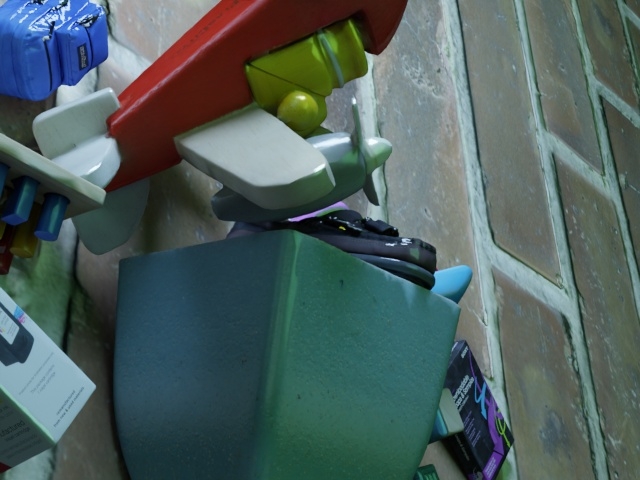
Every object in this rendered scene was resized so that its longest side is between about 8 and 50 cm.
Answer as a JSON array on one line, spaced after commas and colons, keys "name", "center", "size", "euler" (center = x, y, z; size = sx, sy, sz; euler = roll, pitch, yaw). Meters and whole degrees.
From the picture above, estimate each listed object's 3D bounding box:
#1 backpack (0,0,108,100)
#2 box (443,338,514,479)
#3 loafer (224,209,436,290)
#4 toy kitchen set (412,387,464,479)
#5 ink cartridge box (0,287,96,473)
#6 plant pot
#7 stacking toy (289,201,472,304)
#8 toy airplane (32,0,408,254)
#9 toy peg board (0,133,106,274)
[{"name": "backpack", "center": [-0.274, -0.196, 1.198], "size": [0.120, 0.101, 0.098], "euler": [-49, 144, -48]}, {"name": "box", "center": [0.194, 0.224, 1.568], "size": [0.162, 0.029, 0.116], "euler": [62, 33, -12]}, {"name": "loafer", "center": [0.000, 0.000, 1.244], "size": [0.109, 0.302, 0.095], "euler": [29, 70, -38]}, {"name": "toy kitchen set", "center": [0.089, 0.285, 1.316], "size": [0.166, 0.122, 0.207], "euler": [-3, 67, -54]}, {"name": "ink cartridge box", "center": [-0.287, 0.097, 0.952], "size": [0.175, 0.127, 0.072], "euler": [49, 37, -16]}, {"name": "plant pot", "center": [-0.047, 0.158, 1.140], "size": [0.248, 0.247, 0.252], "euler": [25, 66, -42]}, {"name": "stacking toy", "center": [0.009, 0.013, 1.408], "size": [0.175, 0.165, 0.302], "euler": [-12, 52, -47]}, {"name": "toy airplane", "center": [-0.084, -0.116, 1.184], "size": [0.272, 0.384, 0.386], "euler": [47, 42, -29]}, {"name": "toy peg board", "center": [-0.297, -0.024, 1.016], "size": [0.161, 0.161, 0.079], "euler": [30, 59, -38]}]
